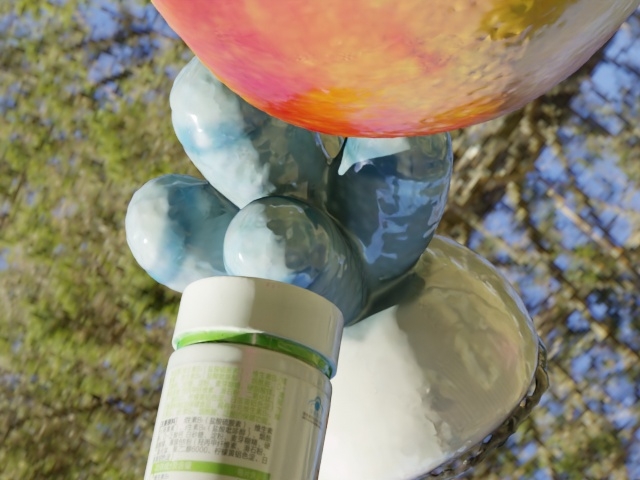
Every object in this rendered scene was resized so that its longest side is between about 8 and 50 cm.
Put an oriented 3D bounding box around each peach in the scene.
[{"bbox_3d":[0.014,-0.119,0.417,0.190,0.192,0.190,9,-110,-25],"label":"peach"}]

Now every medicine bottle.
[{"bbox_3d":[-0.043,0.117,0.749,0.086,0.086,0.183,17,-113,-15],"label":"medicine bottle"}]

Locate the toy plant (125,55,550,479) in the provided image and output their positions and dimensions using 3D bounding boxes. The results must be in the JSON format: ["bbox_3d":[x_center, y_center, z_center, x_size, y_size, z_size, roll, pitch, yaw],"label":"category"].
[{"bbox_3d":[0.000,0.000,1.113,0.332,0.247,0.247,60,-140,-30],"label":"toy plant"}]

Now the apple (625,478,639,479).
[{"bbox_3d":[0.284,0.340,1.191,0.319,0.277,0.319,4,-100,-23],"label":"apple"}]
